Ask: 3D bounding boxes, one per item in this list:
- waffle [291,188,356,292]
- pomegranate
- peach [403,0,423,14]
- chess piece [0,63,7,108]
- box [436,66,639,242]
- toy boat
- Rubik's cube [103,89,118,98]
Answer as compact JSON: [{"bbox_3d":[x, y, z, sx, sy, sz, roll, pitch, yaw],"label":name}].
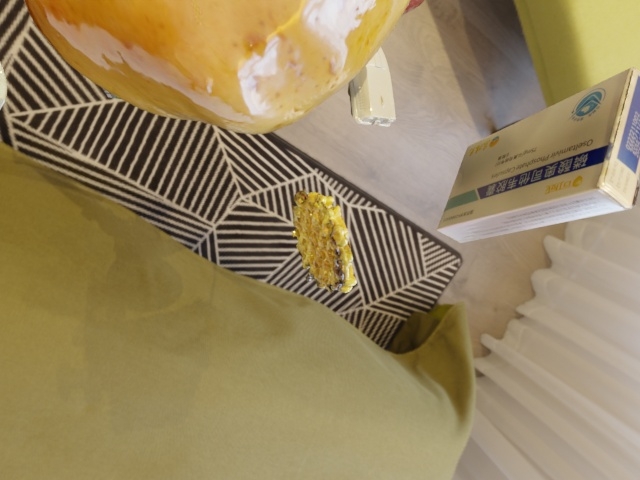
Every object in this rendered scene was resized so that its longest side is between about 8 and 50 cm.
[{"bbox_3d":[0.000,0.000,1.725,0.095,0.382,0.380,-19,108,-24],"label":"waffle"},{"bbox_3d":[-0.084,-0.286,0.485,0.410,0.410,0.410,-7,111,-18],"label":"pomegranate"},{"bbox_3d":[0.067,-0.531,0.850,0.281,0.338,0.281,-23,127,-35],"label":"peach"},{"bbox_3d":[-0.994,-0.388,1.124,0.442,0.234,0.234,6,112,21],"label":"chess piece"},{"bbox_3d":[0.341,-0.113,0.774,0.065,0.343,0.200,29,72,-16],"label":"box"},{"bbox_3d":[0.109,-0.420,1.241,0.140,0.141,0.269,-13,77,-16],"label":"toy boat"},{"bbox_3d":[-0.628,-0.490,1.491,0.111,0.093,0.111,6,137,6],"label":"Rubik's cube"}]
